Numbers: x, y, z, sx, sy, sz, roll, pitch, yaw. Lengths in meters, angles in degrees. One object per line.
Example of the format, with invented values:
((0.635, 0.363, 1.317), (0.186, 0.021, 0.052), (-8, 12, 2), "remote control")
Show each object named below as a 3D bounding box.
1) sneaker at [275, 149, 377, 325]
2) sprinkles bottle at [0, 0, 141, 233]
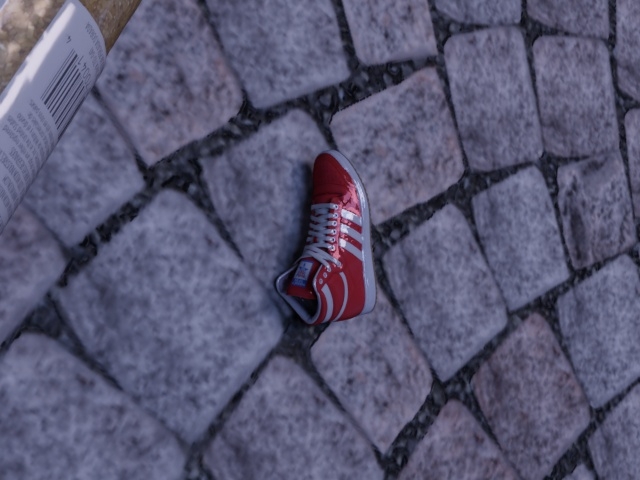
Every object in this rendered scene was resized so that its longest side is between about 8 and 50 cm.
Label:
((0.000, 0.000, 0.734), (0.067, 0.042, 0.118), (-16, 97, -42), "sneaker")
((-0.199, -0.047, 0.530), (0.121, 0.121, 0.355), (40, 62, -29), "sprinkles bottle")
